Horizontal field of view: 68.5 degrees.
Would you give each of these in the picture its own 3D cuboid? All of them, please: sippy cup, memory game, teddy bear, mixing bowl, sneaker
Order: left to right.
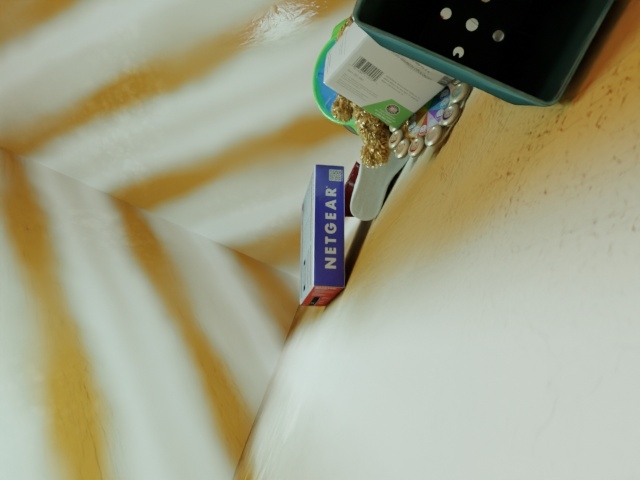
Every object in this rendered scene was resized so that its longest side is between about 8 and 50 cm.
[{"bbox_3d":[0.115,-0.141,1.438,0.181,0.098,0.181,-156,90,-88],"label":"mixing bowl"},{"bbox_3d":[0.136,-0.411,1.238,0.224,0.240,0.305,-9,-60,-52],"label":"sippy cup"},{"bbox_3d":[0.111,-0.314,0.943,0.245,0.113,0.337,10,104,53],"label":"teddy bear"},{"bbox_3d":[0.149,-0.209,1.146,0.169,0.108,0.292,-73,5,-52],"label":"sneaker"},{"bbox_3d":[0.175,-0.219,0.785,0.186,0.012,0.186,-42,35,39],"label":"memory game"}]

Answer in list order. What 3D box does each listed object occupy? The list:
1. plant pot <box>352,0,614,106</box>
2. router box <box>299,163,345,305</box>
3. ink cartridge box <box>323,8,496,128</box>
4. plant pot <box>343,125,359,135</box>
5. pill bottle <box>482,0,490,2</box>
[{"bbox_3d":[0.150,-0.226,0.435,0.165,0.166,0.234,-65,-5,16],"label":"plant pot"},{"bbox_3d":[0.000,0.000,1.335,0.301,0.082,0.334,120,152,-72],"label":"router box"},{"bbox_3d":[0.133,-0.302,0.737,0.219,0.160,0.092,-36,39,44],"label":"ink cartridge box"},{"bbox_3d":[0.194,-0.447,1.489,0.262,0.263,0.229,-66,20,12],"label":"plant pot"},{"bbox_3d":[0.247,-0.443,0.716,0.184,0.103,0.103,94,-165,-49],"label":"pill bottle"}]
